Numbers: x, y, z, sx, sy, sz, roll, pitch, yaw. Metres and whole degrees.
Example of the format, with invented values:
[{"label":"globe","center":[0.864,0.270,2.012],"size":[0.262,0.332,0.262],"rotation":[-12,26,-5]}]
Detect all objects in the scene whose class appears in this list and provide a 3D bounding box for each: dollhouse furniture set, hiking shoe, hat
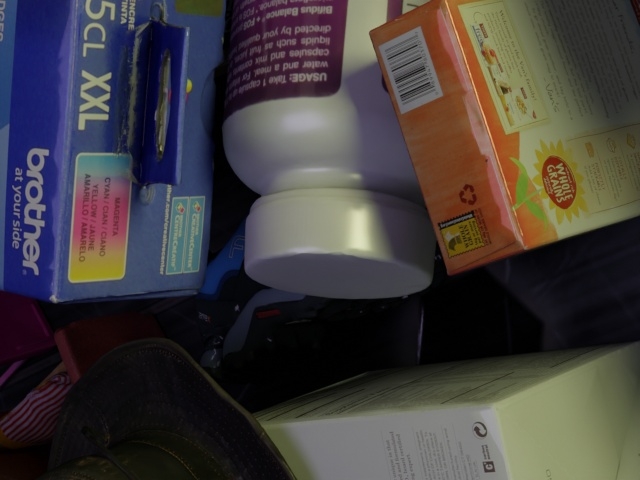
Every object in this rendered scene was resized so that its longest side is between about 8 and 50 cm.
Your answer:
[{"label":"dollhouse furniture set","center":[-0.299,0.194,1.378],"size":[0.201,0.374,0.152],"rotation":[-43,67,40]},{"label":"hiking shoe","center":[0.000,0.000,1.251],"size":[0.304,0.113,0.132],"rotation":[-33,66,33]},{"label":"hat","center":[-0.149,0.239,1.160],"size":[0.331,0.134,0.331],"rotation":[15,111,43]}]

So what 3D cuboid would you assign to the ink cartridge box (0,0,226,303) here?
[{"label":"ink cartridge box","center":[-0.213,-0.107,1.133],"size":[0.395,0.151,0.270],"rotation":[9,97,36]}]

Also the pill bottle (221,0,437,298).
[{"label":"pill bottle","center":[0.021,-0.119,1.105],"size":[0.169,0.169,0.302],"rotation":[-9,70,42]}]

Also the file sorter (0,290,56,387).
[{"label":"file sorter","center":[-0.436,0.040,1.578],"size":[0.182,0.202,0.291],"rotation":[-42,72,41]}]

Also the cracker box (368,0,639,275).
[{"label":"cracker box","center":[0.146,-0.078,1.025],"size":[0.067,0.232,0.156],"rotation":[-21,85,43]}]

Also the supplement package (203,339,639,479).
[{"label":"supplement package","center":[0.093,0.195,1.153],"size":[0.262,0.198,0.199],"rotation":[-10,93,41]}]

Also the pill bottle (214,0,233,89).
[{"label":"pill bottle","center":[-0.111,-0.192,1.285],"size":[0.123,0.123,0.219],"rotation":[44,137,25]}]
